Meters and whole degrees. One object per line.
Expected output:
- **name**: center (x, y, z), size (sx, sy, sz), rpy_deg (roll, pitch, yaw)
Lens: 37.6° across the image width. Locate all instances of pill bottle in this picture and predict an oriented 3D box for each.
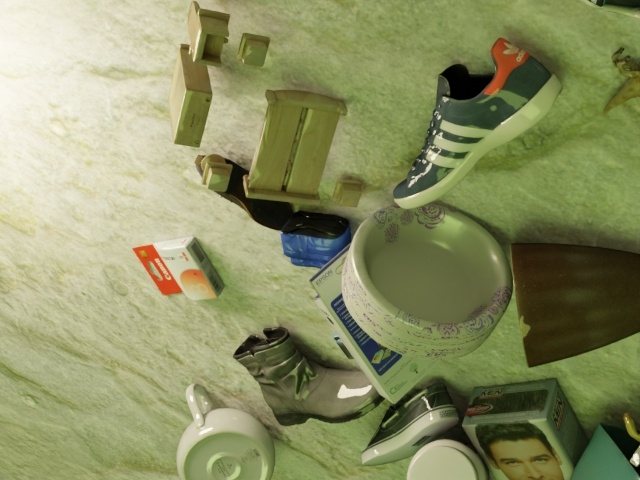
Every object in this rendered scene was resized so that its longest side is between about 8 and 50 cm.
- **pill bottle**: center (0.264, 0.491, 1.939), size (0.160, 0.160, 0.283), rpy_deg (15, 172, 14)

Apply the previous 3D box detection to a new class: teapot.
- **teapot**: center (-0.231, 0.497, 2.276), size (0.253, 0.187, 0.256), rpy_deg (14, 109, -11)

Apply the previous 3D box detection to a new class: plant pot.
- **plant pot**: center (0.575, 0.503, 1.797), size (0.166, 0.165, 0.234), rpy_deg (15, 114, -23)
- **plant pot**: center (0.451, 0.096, 1.583), size (0.231, 0.215, 0.215), rpy_deg (-8, 126, 14)

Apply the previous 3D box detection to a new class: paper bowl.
- **paper bowl**: center (0.176, 0.081, 1.630), size (0.284, 0.284, 0.148), rpy_deg (24, 140, 5)

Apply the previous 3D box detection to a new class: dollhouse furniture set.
- **dollhouse furniture set**: center (-0.074, -0.243, 1.644), size (0.356, 0.173, 0.303), rpy_deg (7, 124, -18)

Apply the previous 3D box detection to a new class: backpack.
- **backpack**: center (0.000, 0.000, 1.776), size (0.120, 0.098, 0.101), rpy_deg (3, 127, 20)

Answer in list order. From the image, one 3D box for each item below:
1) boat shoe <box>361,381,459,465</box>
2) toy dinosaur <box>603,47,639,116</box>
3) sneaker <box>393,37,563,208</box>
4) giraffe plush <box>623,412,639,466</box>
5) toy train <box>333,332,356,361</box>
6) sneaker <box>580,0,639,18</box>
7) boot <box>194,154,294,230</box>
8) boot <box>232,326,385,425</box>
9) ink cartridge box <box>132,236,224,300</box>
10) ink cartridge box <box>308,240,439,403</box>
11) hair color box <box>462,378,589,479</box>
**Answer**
- **boat shoe**: center (0.181, 0.400, 2.038), size (0.108, 0.102, 0.301), rpy_deg (5, 145, -32)
- **toy dinosaur**: center (0.465, -0.237, 1.372), size (0.092, 0.053, 0.183), rpy_deg (44, 133, -16)
- **sneaker**: center (0.213, -0.188, 1.499), size (0.148, 0.131, 0.350), rpy_deg (45, 128, -6)
- **giraffe plush**: center (0.681, 0.357, 1.720), size (0.210, 0.181, 0.170), rpy_deg (-46, 128, 15)
- **toy train**: center (0.105, 0.217, 1.908), size (0.080, 0.105, 0.184), rpy_deg (-17, 119, 36)
- **sneaker**: center (0.359, -0.367, 1.287), size (0.237, 0.086, 0.085), rpy_deg (21, 136, 10)
- **boot**: center (-0.145, -0.099, 1.795), size (0.219, 0.082, 0.106), rpy_deg (39, 176, -35)
- **boot**: center (-0.026, 0.283, 2.032), size (0.338, 0.118, 0.222), rpy_deg (-19, 113, 32)
- **ink cartridge box**: center (-0.315, 0.068, 2.030), size (0.179, 0.045, 0.145), rpy_deg (-11, 122, 30)
- **ink cartridge box**: center (0.107, 0.140, 1.800), size (0.332, 0.165, 0.065), rpy_deg (57, 164, -25)
- **hair color box**: center (0.461, 0.462, 1.943), size (0.185, 0.113, 0.374), rpy_deg (-13, 121, 35)
